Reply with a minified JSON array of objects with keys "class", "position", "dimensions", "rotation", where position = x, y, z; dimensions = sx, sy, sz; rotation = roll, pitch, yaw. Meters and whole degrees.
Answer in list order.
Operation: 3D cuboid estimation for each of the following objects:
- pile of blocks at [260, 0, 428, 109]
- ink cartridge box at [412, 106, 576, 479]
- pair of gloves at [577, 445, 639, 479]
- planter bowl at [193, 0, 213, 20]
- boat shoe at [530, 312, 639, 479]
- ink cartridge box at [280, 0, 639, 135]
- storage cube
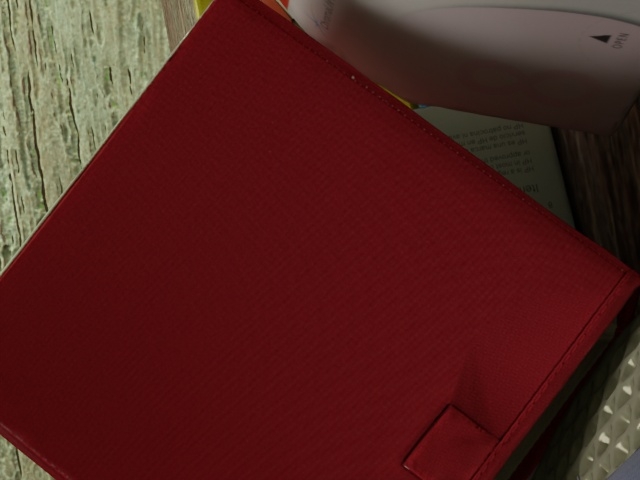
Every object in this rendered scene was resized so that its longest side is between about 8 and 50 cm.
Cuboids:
[{"class":"pile of blocks","position":[0.008,-0.122,0.910],"dimensions":[0.149,0.113,0.362],"rotation":[39,164,34]},{"class":"ink cartridge box","position":[0.041,0.069,0.952],"dimensions":[0.168,0.171,0.232],"rotation":[114,145,-76]},{"class":"pair of gloves","position":[0.140,0.078,0.528],"dimensions":[0.159,0.023,0.198],"rotation":[-49,35,26]},{"class":"planter bowl","position":[-0.045,-0.203,1.471],"dimensions":[0.217,0.090,0.217],"rotation":[170,90,-82]},{"class":"boat shoe","position":[0.130,0.263,0.689],"dimensions":[0.187,0.156,0.500],"rotation":[-133,48,-80]},{"class":"ink cartridge box","position":[0.017,-0.109,0.691],"dimensions":[0.189,0.232,0.066],"rotation":[104,170,-72]},{"class":"storage cube","position":[-0.006,0.048,0.768],"dimensions":[0.193,0.215,0.183],"rotation":[37,176,12]}]
